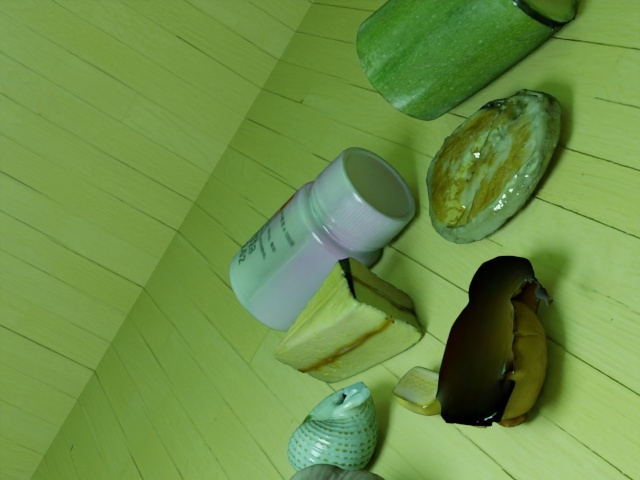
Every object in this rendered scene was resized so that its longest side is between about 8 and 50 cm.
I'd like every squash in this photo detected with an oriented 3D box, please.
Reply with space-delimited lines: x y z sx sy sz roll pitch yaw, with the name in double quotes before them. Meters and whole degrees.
"squash" 0.288 -0.432 2.416 0.384 0.263 0.263 -34 34 44

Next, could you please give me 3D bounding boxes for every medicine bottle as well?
"medicine bottle" 0.000 0.000 2.537 0.388 0.219 0.219 -45 27 33

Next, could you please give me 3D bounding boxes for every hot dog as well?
"hot dog" 0.292 0.174 1.891 0.194 0.107 0.326 -12 42 48

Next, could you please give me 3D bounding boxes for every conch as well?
"conch" 0.038 0.348 2.166 0.200 0.131 0.172 -35 2 16

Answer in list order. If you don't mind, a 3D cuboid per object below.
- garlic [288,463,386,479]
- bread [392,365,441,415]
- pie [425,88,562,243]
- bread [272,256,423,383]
"garlic" 0.020 0.494 1.861 0.322 0.321 0.241 -62 -5 -5
"bread" 0.178 0.259 2.071 0.082 0.056 0.115 -48 31 -20
"pie" 0.315 -0.141 2.249 0.339 0.077 0.339 -40 32 32
"bread" 0.048 0.192 2.291 0.264 0.167 0.163 -55 24 20
